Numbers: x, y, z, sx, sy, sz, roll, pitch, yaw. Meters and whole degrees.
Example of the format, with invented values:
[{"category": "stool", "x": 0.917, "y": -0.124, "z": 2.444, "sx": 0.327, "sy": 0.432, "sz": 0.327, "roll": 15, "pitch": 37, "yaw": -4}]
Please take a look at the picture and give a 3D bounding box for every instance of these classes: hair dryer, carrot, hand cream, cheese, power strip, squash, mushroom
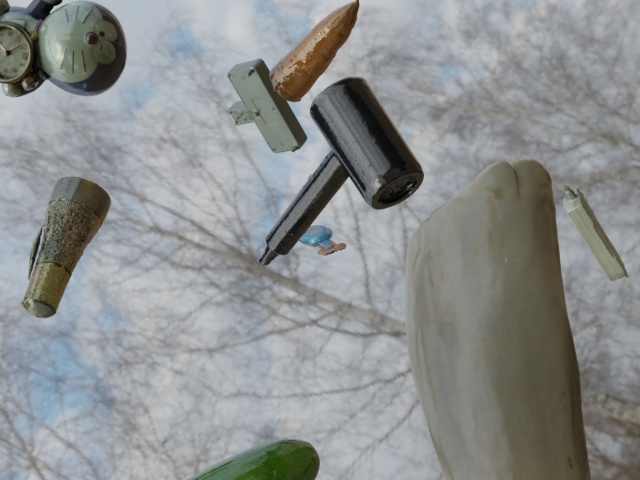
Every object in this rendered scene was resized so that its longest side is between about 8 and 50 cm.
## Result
[{"category": "hair dryer", "x": 0.006, "y": -0.039, "z": 1.043, "sx": 0.070, "sy": 0.128, "sz": 0.255, "roll": -9, "pitch": -33, "yaw": -41}, {"category": "carrot", "x": 0.000, "y": -0.309, "z": 1.553, "sx": 0.205, "sy": 0.072, "sz": 0.072, "roll": -44, "pitch": -6, "yaw": 34}, {"category": "hand cream", "x": -0.348, "y": 0.014, "z": 1.316, "sx": 0.084, "sy": 0.084, "sz": 0.203, "roll": 77, "pitch": -159, "yaw": -56}, {"category": "cheese", "x": 0.000, "y": -0.001, "z": 1.232, "sx": 0.047, "sy": 0.111, "sz": 0.017, "roll": -21, "pitch": -70, "yaw": -12}, {"category": "power strip", "x": -0.137, "y": -0.280, "z": 2.121, "sx": 0.061, "sy": 0.145, "sz": 0.216, "roll": -53, "pitch": -56, "yaw": -37}, {"category": "power strip", "x": 0.407, "y": -0.010, "z": 1.462, "sx": 0.191, "sy": 0.030, "sz": 0.047, "roll": 52, "pitch": -155, "yaw": -23}, {"category": "squash", "x": -0.126, "y": 0.289, "z": 1.029, "sx": 0.292, "sy": 0.082, "sz": 0.082, "roll": -23, "pitch": -41, "yaw": -20}, {"category": "mushroom", "x": 0.149, "y": 0.132, "z": 0.840, "sx": 0.137, "sy": 0.154, "sz": 0.407, "roll": 35, "pitch": -134, "yaw": -52}]

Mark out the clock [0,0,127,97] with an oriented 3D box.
[{"category": "clock", "x": -0.443, "y": -0.330, "z": 1.638, "sx": 0.146, "sy": 0.243, "sz": 0.200, "roll": -51, "pitch": -31, "yaw": -85}]
